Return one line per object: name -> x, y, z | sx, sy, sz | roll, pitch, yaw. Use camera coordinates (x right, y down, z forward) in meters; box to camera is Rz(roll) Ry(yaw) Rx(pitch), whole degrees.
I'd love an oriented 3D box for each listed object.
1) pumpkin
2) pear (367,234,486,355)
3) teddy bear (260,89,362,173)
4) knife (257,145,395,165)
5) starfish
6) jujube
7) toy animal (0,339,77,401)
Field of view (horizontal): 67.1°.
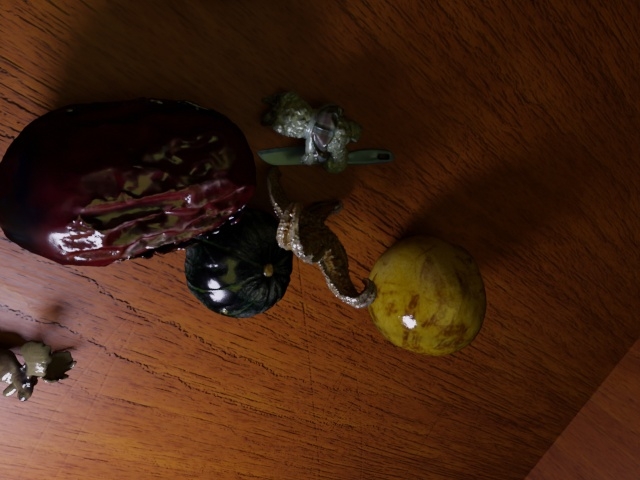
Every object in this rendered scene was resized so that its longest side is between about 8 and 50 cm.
pumpkin -> -0.153, 0.042, 0.929 | 0.221, 0.162, 0.220 | -20, 116, -48
pear -> 0.241, 0.122, 1.108 | 0.281, 0.281, 0.280 | -11, 117, -21
teddy bear -> -0.004, -0.210, 0.920 | 0.213, 0.111, 0.133 | 22, 86, -32
knife -> 0.021, -0.178, 1.011 | 0.314, 0.019, 0.044 | -6, 108, -23
starfish -> 0.004, -0.001, 0.932 | 0.113, 0.303, 0.312 | -32, 114, 12
jujube -> -0.300, -0.096, 0.770 | 0.377, 0.258, 0.258 | -13, 118, -27
toy animal -> -0.582, 0.228, 0.870 | 0.186, 0.094, 0.214 | -47, 116, -8
